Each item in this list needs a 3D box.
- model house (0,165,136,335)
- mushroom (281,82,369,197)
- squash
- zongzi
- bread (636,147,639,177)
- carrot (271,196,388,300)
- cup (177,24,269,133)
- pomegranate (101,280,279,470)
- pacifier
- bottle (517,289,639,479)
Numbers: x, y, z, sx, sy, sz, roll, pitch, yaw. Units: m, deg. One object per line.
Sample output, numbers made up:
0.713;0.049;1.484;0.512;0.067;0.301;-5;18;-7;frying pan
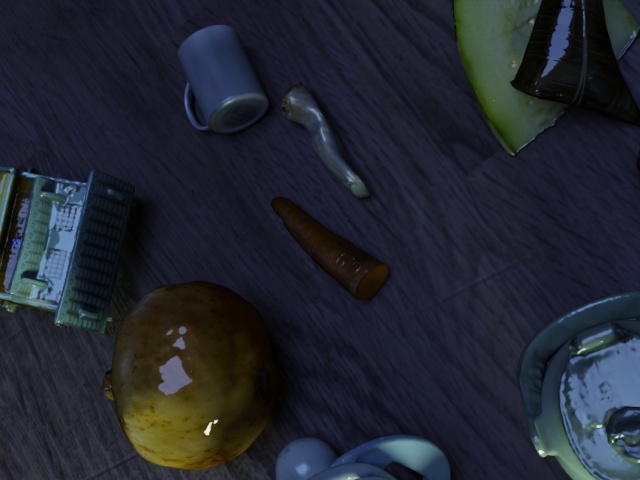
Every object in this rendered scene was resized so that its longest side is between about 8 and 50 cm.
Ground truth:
-0.396;0.011;1.416;0.215;0.198;0.224;9;80;10;model house
0.006;-0.138;1.368;0.054;0.059;0.202;-39;69;13;mushroom
0.260;-0.274;1.250;0.237;0.155;0.204;-44;65;5;squash
0.353;-0.252;1.212;0.184;0.084;0.187;15;98;-9;zongzi
0.485;-0.139;1.161;0.181;0.096;0.222;11;82;21;bread
0.000;0.000;1.345;0.209;0.061;0.061;39;94;29;carrot
-0.147;-0.229;1.442;0.099;0.136;0.133;-19;69;-19;cup
-0.172;0.178;1.277;0.248;0.248;0.248;-5;76;20;pomegranate
0.008;0.327;1.195;0.299;0.244;0.233;-49;36;3;pacifier
0.321;0.170;1.014;0.229;0.351;0.229;-6;75;22;bottle
